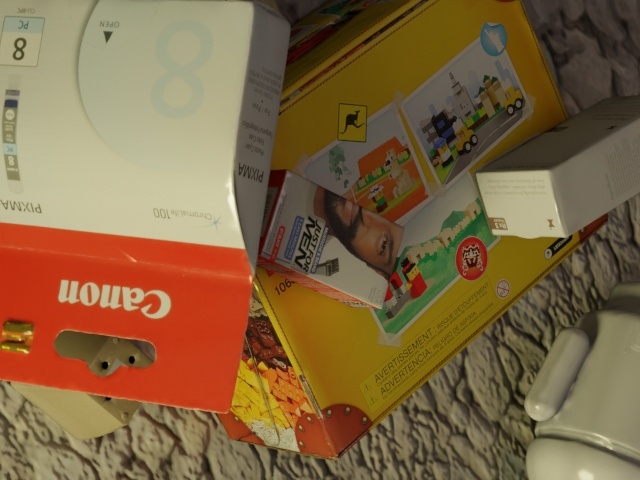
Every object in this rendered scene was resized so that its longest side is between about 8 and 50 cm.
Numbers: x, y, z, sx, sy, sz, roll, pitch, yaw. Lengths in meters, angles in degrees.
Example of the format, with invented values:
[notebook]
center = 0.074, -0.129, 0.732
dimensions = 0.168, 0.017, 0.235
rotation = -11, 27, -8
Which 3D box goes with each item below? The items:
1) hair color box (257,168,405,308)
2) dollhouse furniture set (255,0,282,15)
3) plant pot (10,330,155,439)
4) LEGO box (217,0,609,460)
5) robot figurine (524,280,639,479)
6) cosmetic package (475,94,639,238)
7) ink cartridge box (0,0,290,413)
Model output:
[hair color box]
center = 0.000, 0.000, 1.822
dimensions = 0.167, 0.053, 0.093
rotation = 25, 76, -38
[dollhouse furniture set]
center = -0.090, -0.304, 1.940
dimensions = 0.184, 0.129, 0.129
rotation = -43, 116, -28
[plant pot]
center = -0.231, 0.138, 1.862
dimensions = 0.109, 0.096, 0.109
rotation = 45, 65, -31
[LEGO box]
center = 0.051, -0.054, 2.018
dimensions = 0.500, 0.193, 0.372
rotation = -38, 114, -31
[robot figurine]
center = 0.383, 0.225, 2.289
dimensions = 0.300, 0.200, 0.353
rotation = 30, 72, -25
[cosmetic package]
center = 0.297, -0.085, 2.017
dimensions = 0.231, 0.117, 0.085
rotation = -28, 108, -36
[ink cartridge box]
center = -0.206, -0.045, 1.740
dimensions = 0.091, 0.308, 0.384
rotation = 20, 77, -63
